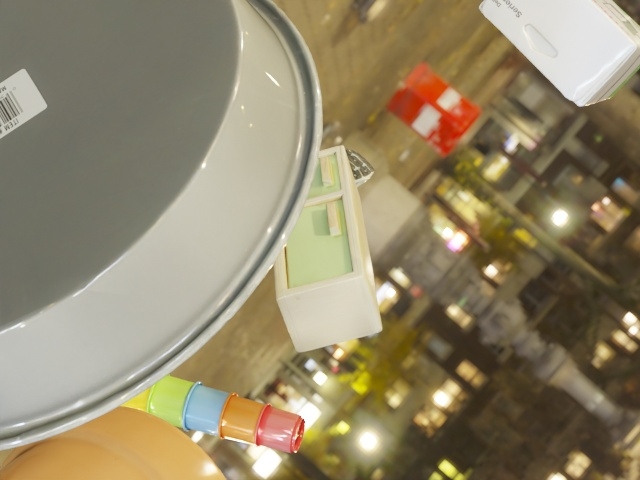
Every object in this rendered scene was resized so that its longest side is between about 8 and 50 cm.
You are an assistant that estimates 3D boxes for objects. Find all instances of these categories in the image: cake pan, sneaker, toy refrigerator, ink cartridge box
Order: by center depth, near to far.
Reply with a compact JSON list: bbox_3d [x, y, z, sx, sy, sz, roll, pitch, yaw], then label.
[{"bbox_3d":[-0.145,-0.043,0.575,0.293,0.293,0.054,-48,143,-16],"label":"cake pan"},{"bbox_3d":[0.000,0.000,1.434,0.102,0.094,0.269,-15,-145,6],"label":"toy refrigerator"},{"bbox_3d":[0.002,-0.072,1.682,0.162,0.063,0.073,-26,151,-26],"label":"sneaker"},{"bbox_3d":[0.377,-0.316,1.820,0.121,0.211,0.289,-47,172,21],"label":"ink cartridge box"}]

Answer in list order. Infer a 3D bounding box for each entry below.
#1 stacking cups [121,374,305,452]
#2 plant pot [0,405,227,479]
[{"bbox_3d":[-0.184,0.286,2.001,0.096,0.316,0.096,15,90,-75],"label":"stacking cups"},{"bbox_3d":[-0.225,0.311,1.057,0.291,0.291,0.203,-51,162,29],"label":"plant pot"}]
